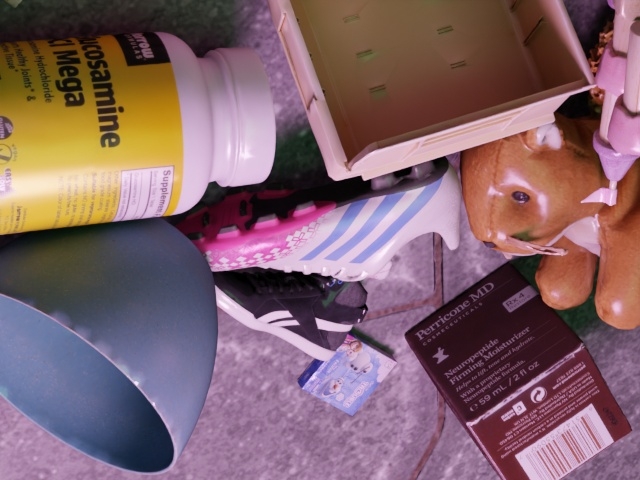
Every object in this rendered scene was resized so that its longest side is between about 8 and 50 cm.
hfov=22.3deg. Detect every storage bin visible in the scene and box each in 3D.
[{"bbox_3d":[0.098,-0.222,1.639,0.260,0.123,0.262,-17,80,-13],"label":"storage bin"}]

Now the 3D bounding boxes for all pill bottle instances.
[{"bbox_3d":[-0.224,-0.111,1.618,0.334,0.188,0.188,-7,121,-19],"label":"pill bottle"}]

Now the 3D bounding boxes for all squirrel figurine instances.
[{"bbox_3d":[0.347,-0.102,1.855,0.370,0.281,0.397,21,95,-20],"label":"squirrel figurine"}]

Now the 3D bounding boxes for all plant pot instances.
[{"bbox_3d":[-0.221,0.079,1.706,0.195,0.290,0.290,-55,132,-29],"label":"plant pot"}]

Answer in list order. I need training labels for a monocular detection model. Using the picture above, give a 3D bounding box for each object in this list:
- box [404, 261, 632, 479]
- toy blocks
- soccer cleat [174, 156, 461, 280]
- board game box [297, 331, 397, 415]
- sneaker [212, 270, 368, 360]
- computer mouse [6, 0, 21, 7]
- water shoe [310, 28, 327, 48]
[{"bbox_3d":[0.238,0.172,1.964,0.168,0.203,0.167,-35,125,0],"label":"box"},{"bbox_3d":[0.411,-0.160,1.631,0.288,0.309,0.260,-2,126,0],"label":"toy blocks"},{"bbox_3d":[0.000,0.000,1.791,0.331,0.116,0.143,-16,118,1],"label":"soccer cleat"},{"bbox_3d":[0.033,0.161,1.985,0.090,0.020,0.090,31,104,-35],"label":"board game box"},{"bbox_3d":[-0.034,0.048,1.863,0.217,0.079,0.121,29,102,-41],"label":"sneaker"},{"bbox_3d":[-0.366,-0.277,1.545,0.262,0.060,0.184,-47,121,-6],"label":"computer mouse"},{"bbox_3d":[0.052,-0.213,1.758,0.203,0.073,0.080,17,84,-29],"label":"water shoe"}]
